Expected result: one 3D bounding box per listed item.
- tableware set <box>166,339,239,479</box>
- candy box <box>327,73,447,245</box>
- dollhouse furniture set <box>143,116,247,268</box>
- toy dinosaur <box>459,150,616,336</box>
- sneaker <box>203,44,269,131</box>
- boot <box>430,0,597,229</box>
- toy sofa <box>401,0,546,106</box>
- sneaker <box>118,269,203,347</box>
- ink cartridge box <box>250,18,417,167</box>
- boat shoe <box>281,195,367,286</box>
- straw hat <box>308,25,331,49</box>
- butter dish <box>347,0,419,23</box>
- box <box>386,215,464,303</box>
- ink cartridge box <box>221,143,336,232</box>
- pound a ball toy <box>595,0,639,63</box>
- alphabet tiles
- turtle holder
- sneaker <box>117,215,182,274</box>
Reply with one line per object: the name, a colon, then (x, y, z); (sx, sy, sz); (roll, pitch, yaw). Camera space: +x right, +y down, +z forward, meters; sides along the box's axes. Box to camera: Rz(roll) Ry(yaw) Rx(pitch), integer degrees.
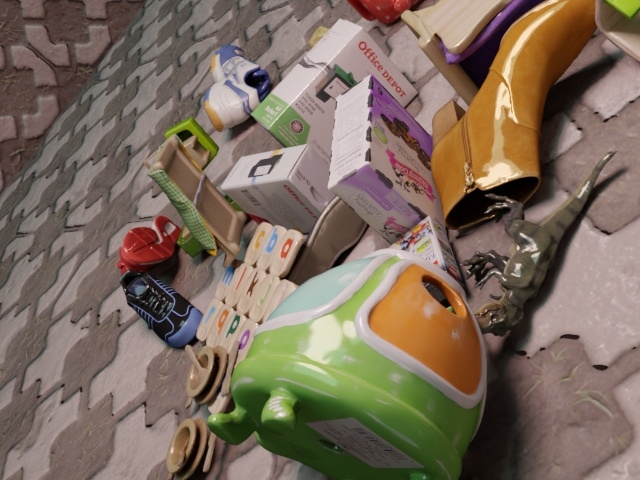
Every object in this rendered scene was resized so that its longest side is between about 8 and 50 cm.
tableware set: (-0.177, 0.231, 1.154); (0.128, 0.039, 0.194); (-30, 41, 49)
candy box: (0.092, -0.099, 1.123); (0.070, 0.165, 0.196); (-31, 35, 29)
dollhouse furniture set: (-0.233, -0.058, 1.396); (0.151, 0.197, 0.301); (-36, 18, 14)
toy dinosaur: (0.226, 0.003, 0.947); (0.118, 0.064, 0.268); (14, 63, 52)
sneaker: (-0.166, -0.341, 1.818); (0.131, 0.112, 0.296); (-18, 40, 13)
boot: (0.255, -0.153, 1.043); (0.295, 0.104, 0.211); (-42, 35, 32)
toy sofa: (0.308, -0.352, 1.161); (0.362, 0.150, 0.177); (-41, 36, 10)
sneaker: (-0.278, 0.111, 1.420); (0.081, 0.090, 0.232); (-54, 31, -11)
ink cartridge box: (0.025, -0.223, 1.356); (0.219, 0.160, 0.092); (-47, 31, 1)
boat shoe: (0.000, 0.000, 1.216); (0.206, 0.075, 0.065); (-58, 32, -7)
straw hat: (0.011, -0.393, 1.671); (0.144, 0.061, 0.144); (-32, 33, 24)
butter dish: (0.131, -0.466, 1.547); (0.160, 0.160, 0.118); (-37, 55, 17)
box: (0.080, 0.072, 1.051); (0.207, 0.036, 0.114); (-40, 31, 22)
ink cartridge box: (-0.050, -0.075, 1.312); (0.175, 0.127, 0.072); (-3, 49, 49)
pound a ball toy: (0.451, -0.369, 0.981); (0.319, 0.136, 0.208); (-46, 66, 2)
alphabet tiles: (-0.110, 0.108, 1.217); (0.278, 0.021, 0.284); (-66, 24, -4)
turtle holder: (0.043, 0.149, 0.866); (0.320, 0.243, 0.227); (96, -160, -61)
sneaker: (-0.336, 0.038, 1.563); (0.128, 0.087, 0.221); (-50, -2, 17)
